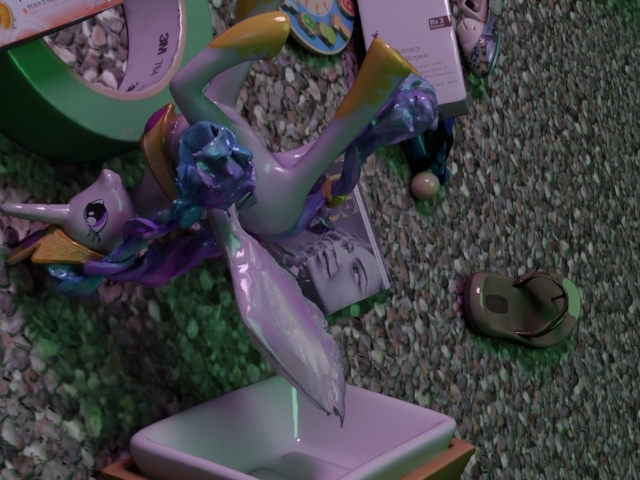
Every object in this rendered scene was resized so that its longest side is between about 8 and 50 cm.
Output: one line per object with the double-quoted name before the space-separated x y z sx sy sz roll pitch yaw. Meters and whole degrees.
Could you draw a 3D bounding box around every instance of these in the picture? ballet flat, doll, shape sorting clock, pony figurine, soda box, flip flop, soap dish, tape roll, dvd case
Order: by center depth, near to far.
"soda box" -0.250 -0.199 1.211 0.183 0.058 0.063 -35 105 -54
"pony figurine" -0.062 -0.045 1.312 0.351 0.363 0.303 37 9 -34
"soap dish" -0.025 0.225 1.337 0.291 0.229 0.118 -17 116 -55
"tape roll" -0.235 -0.235 1.367 0.321 0.077 0.321 29 52 -46
"dvd case" 0.000 0.000 1.645 0.221 0.018 0.164 -20 91 -56
"shape sorting clock" -0.014 -0.325 1.750 0.206 0.040 0.206 27 55 -46
"doll" 0.147 -0.134 1.888 0.129 0.046 0.189 49 46 -45
"flip flop" 0.290 0.084 1.961 0.277 0.080 0.112 10 67 -53
"ballet flat" 0.225 -0.312 2.077 0.070 0.070 0.188 46 40 -34

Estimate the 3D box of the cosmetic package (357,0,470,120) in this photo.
"cosmetic package" 0.112 -0.264 1.817 0.085 0.117 0.231 47 32 -77
